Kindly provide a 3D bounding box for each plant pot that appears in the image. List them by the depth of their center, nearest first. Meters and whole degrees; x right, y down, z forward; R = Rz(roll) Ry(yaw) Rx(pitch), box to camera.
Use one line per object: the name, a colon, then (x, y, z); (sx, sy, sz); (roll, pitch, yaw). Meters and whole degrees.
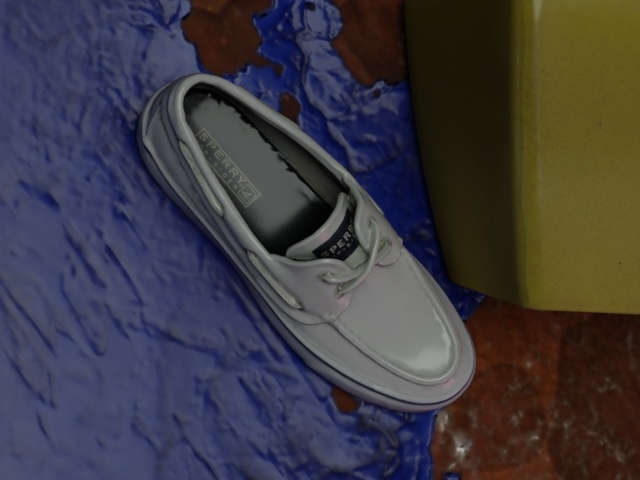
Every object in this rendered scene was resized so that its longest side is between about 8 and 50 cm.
plant pot: (0.175, -0.054, 1.185); (0.212, 0.212, 0.187); (2, 95, -16)

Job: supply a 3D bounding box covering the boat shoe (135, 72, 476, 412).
boat shoe: (0.000, 0.000, 1.176); (0.096, 0.088, 0.267); (-42, 95, -17)
